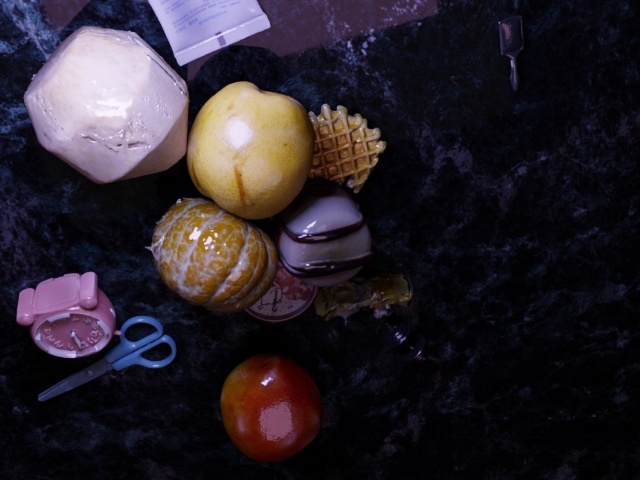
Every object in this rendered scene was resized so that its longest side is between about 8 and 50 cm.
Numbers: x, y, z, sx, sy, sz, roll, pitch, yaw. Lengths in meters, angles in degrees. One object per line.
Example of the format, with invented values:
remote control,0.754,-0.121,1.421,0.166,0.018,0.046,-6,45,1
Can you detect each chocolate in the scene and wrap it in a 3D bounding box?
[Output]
chocolate,0.000,0.000,1.866,0.283,0.186,0.284,-5,122,-8

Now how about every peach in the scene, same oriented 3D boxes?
peach,-0.145,0.487,2.149,0.307,0.308,0.333,-2,117,-9

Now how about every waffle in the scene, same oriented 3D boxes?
waffle,0.027,-0.218,1.874,0.250,0.056,0.261,22,117,-22

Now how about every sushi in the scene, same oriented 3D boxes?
sushi,0.129,0.176,2.095,0.290,0.139,0.131,-7,130,-8

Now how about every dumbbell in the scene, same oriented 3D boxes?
dumbbell,0.259,0.308,2.221,0.099,0.099,0.208,-39,120,14

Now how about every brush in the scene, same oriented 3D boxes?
brush,0.485,-0.468,1.824,0.062,0.016,0.193,-15,123,0

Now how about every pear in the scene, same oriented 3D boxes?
pear,-0.162,-0.212,1.703,0.314,0.314,0.314,-5,123,-8

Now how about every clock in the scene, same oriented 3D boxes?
clock,-0.671,0.213,1.975,0.227,0.142,0.241,-16,133,0
clock,-0.122,0.126,2.060,0.244,0.056,0.244,-6,122,-10

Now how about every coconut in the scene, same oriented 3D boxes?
coconut,-0.446,-0.279,1.586,0.352,0.353,0.353,-5,123,-8

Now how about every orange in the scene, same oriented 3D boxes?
orange,-0.267,0.040,1.820,0.329,0.329,0.249,36,88,-28

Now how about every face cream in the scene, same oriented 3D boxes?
face cream,-0.290,-0.592,1.554,0.234,0.137,0.420,-23,131,3

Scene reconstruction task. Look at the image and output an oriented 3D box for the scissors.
scissors,-0.643,0.371,2.132,0.447,0.029,0.193,-27,122,7
